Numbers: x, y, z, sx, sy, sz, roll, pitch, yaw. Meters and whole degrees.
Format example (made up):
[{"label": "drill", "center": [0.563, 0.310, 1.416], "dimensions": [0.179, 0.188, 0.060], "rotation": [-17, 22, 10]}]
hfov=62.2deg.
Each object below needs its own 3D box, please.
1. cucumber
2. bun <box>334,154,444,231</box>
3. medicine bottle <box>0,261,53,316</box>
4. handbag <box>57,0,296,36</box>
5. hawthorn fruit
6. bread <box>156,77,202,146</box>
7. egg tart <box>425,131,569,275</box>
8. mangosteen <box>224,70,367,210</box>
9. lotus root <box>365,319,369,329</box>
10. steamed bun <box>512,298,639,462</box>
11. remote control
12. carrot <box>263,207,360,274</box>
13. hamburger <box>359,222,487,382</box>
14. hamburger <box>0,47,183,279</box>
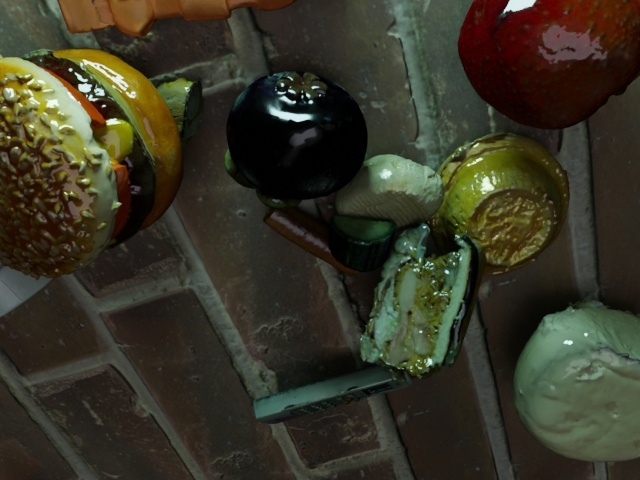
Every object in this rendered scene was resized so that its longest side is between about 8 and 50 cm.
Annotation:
[{"label": "cucumber", "center": [0.069, 0.007, 0.926], "dimensions": [0.117, 0.062, 0.115], "rotation": [5, 151, 1]}, {"label": "bun", "center": [0.119, -0.083, 0.930], "dimensions": [0.188, 0.111, 0.164], "rotation": [-20, 138, 34]}, {"label": "medicine bottle", "center": [-0.612, -0.029, 0.889], "dimensions": [0.190, 0.190, 0.332], "rotation": [-31, 115, 14]}, {"label": "handbag", "center": [-0.177, -0.457, 0.723], "dimensions": [0.411, 0.116, 0.303], "rotation": [-7, 122, 2]}, {"label": "hawthorn fruit", "center": [0.315, -0.312, 0.756], "dimensions": [0.254, 0.254, 0.300], "rotation": [-40, 101, 17]}, {"label": "bread", "center": [-0.252, -0.196, 0.876], "dimensions": [0.095, 0.083, 0.157], "rotation": [12, 120, -1]}, {"label": "egg tart", "center": [0.329, -0.052, 0.966], "dimensions": [0.289, 0.118, 0.288], "rotation": [0, 115, 0]}, {"label": "mangosteen", "center": [-0.041, -0.153, 0.844], "dimensions": [0.243, 0.243, 0.242], "rotation": [-1, 119, -2]}, {"label": "lotus root", "center": [0.180, 0.167, 1.093], "dimensions": [0.191, 0.094, 0.108], "rotation": [-35, 136, 7]}, {"label": "steamed bun", "center": [0.553, 0.281, 1.089], "dimensions": [0.334, 0.233, 0.311], "rotation": [22, 118, -4]}, {"label": "remote control", "center": [0.029, 0.333, 1.159], "dimensions": [0.344, 0.050, 0.145], "rotation": [-19, 154, 8]}, {"label": "carrot", "center": [0.000, 0.000, 1.003], "dimensions": [0.225, 0.067, 0.067], "rotation": [30, 113, -15]}, {"label": "hamburger", "center": [0.184, 0.115, 0.945], "dimensions": [0.168, 0.192, 0.287], "rotation": [16, 92, 17]}, {"label": "hamburger", "center": [-0.395, -0.114, 0.784], "dimensions": [0.330, 0.250, 0.329], "rotation": [8, 117, 16]}]
